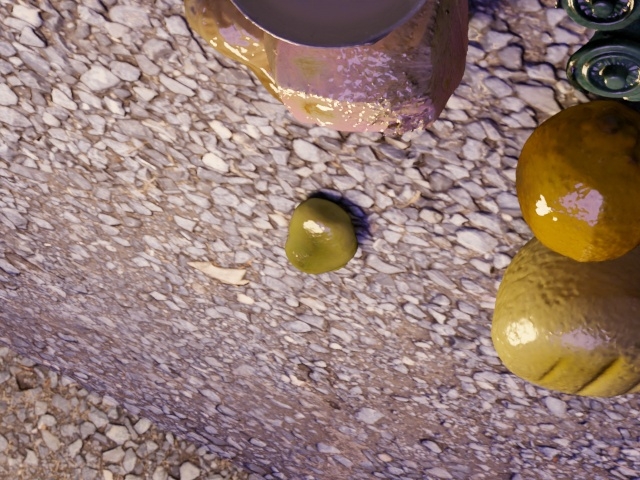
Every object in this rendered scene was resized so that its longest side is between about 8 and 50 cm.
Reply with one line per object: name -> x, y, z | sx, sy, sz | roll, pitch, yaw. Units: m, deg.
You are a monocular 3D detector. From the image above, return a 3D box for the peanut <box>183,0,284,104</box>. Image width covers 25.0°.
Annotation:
peanut -> -0.056, -0.267, 1.941 | 0.290, 0.130, 0.130 | 37, 149, -27

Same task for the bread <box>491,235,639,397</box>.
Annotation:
bread -> 0.409, 0.113, 2.138 | 0.320, 0.237, 0.320 | 20, 156, 9

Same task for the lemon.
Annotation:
lemon -> 0.356, -0.077, 1.881 | 0.204, 0.204, 0.260 | 18, 149, 10

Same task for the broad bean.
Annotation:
broad bean -> 0.000, 0.000, 2.414 | 0.124, 0.082, 0.174 | 27, 154, -2

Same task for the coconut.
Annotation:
coconut -> 0.046, -0.246, 1.799 | 0.245, 0.233, 0.233 | 9, 149, 19

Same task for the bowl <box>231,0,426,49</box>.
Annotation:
bowl -> 0.011, -0.362, 1.636 | 0.277, 0.277, 0.145 | 26, -164, -5

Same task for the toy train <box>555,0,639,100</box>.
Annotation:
toy train -> 0.382, -0.273, 1.581 | 0.238, 0.167, 0.299 | 1, 148, 18
